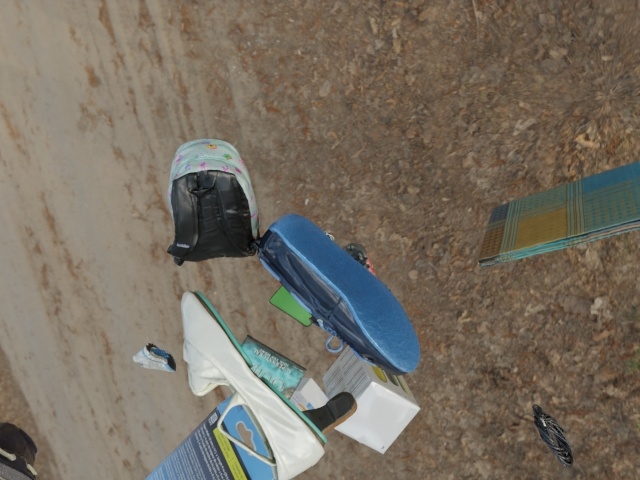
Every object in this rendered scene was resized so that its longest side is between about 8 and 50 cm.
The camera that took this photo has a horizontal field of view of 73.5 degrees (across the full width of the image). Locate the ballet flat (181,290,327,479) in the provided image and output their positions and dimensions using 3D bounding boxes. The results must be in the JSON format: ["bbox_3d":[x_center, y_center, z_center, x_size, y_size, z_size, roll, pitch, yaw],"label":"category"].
[{"bbox_3d":[-0.157,0.271,0.784,0.400,0.139,0.139,48,126,5],"label":"ballet flat"}]

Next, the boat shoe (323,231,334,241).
[{"bbox_3d":[0.000,0.000,1.252,0.079,0.233,0.084,-41,84,-6],"label":"boat shoe"}]

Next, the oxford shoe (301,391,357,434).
[{"bbox_3d":[0.000,0.459,1.074,0.213,0.076,0.076,-26,49,2],"label":"oxford shoe"}]

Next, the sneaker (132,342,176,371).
[{"bbox_3d":[-0.580,0.421,1.499,0.083,0.190,0.071,-29,49,1],"label":"sneaker"}]

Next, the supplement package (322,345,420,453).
[{"bbox_3d":[0.157,0.505,1.424,0.199,0.262,0.198,33,99,-16],"label":"supplement package"}]

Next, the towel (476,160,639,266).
[{"bbox_3d":[0.574,-0.059,1.023,0.370,0.271,0.040,-21,111,42],"label":"towel"}]

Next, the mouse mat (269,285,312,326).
[{"bbox_3d":[-0.064,0.194,1.454,0.190,0.152,0.007,28,154,31],"label":"mouse mat"}]

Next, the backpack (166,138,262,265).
[{"bbox_3d":[-0.165,-0.057,0.643,0.181,0.152,0.115,93,162,-47],"label":"backpack"}]

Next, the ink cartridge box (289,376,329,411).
[{"bbox_3d":[-0.067,0.505,1.409,0.104,0.061,0.181,53,145,-11],"label":"ink cartridge box"}]

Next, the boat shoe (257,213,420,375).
[{"bbox_3d":[0.025,0.075,0.572,0.258,0.109,0.089,50,130,2],"label":"boat shoe"}]

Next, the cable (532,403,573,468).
[{"bbox_3d":[0.672,0.565,1.219,0.047,0.150,0.184,-36,100,19],"label":"cable"}]

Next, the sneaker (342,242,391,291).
[{"bbox_3d":[0.115,0.128,1.074,0.098,0.135,0.275,-7,105,30],"label":"sneaker"}]

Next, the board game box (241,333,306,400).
[{"bbox_3d":[-0.148,0.352,1.142,0.186,0.026,0.126,30,86,-1],"label":"board game box"}]

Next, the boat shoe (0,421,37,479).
[{"bbox_3d":[-0.596,0.352,0.696,0.158,0.127,0.340,50,159,47],"label":"boat shoe"}]

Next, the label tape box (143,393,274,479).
[{"bbox_3d":[-0.247,0.580,1.042,0.348,0.115,0.249,-44,48,-2],"label":"label tape box"}]
